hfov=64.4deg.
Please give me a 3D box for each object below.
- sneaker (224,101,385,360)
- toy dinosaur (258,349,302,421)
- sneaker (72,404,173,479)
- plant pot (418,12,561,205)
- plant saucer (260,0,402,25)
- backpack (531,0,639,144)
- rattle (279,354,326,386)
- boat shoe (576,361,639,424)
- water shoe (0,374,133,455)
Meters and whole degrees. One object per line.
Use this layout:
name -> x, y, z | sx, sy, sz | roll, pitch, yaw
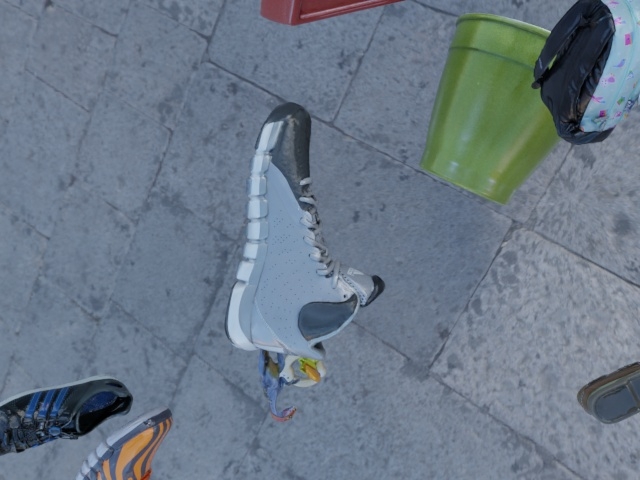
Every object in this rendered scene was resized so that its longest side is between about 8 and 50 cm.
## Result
sneaker -> 0.000, 0.000, 0.457 | 0.132, 0.086, 0.229 | 13, 101, 14
toy dinosaur -> -0.049, 0.156, 0.569 | 0.090, 0.047, 0.082 | 177, 95, -70
sneaker -> -0.302, 0.419, 0.805 | 0.180, 0.124, 0.321 | 44, 106, 16
plant pot -> 0.416, -0.285, 1.214 | 0.366, 0.366, 0.353 | 29, 103, 21
plant saucer -> 0.060, -0.365, 0.625 | 0.258, 0.259, 0.048 | -19, 82, -13
backpack -> 0.377, -0.240, 0.685 | 0.115, 0.182, 0.152 | -10, 55, -6
rattle -> -0.084, 0.416, 1.503 | 0.199, 0.143, 0.130 | -22, 122, 9
boat shoe -> 0.748, 0.322, 1.173 | 0.307, 0.104, 0.111 | -16, 91, 3
water shoe -> -0.362, 0.239, 0.695 | 0.080, 0.203, 0.073 | 7, 108, 45
